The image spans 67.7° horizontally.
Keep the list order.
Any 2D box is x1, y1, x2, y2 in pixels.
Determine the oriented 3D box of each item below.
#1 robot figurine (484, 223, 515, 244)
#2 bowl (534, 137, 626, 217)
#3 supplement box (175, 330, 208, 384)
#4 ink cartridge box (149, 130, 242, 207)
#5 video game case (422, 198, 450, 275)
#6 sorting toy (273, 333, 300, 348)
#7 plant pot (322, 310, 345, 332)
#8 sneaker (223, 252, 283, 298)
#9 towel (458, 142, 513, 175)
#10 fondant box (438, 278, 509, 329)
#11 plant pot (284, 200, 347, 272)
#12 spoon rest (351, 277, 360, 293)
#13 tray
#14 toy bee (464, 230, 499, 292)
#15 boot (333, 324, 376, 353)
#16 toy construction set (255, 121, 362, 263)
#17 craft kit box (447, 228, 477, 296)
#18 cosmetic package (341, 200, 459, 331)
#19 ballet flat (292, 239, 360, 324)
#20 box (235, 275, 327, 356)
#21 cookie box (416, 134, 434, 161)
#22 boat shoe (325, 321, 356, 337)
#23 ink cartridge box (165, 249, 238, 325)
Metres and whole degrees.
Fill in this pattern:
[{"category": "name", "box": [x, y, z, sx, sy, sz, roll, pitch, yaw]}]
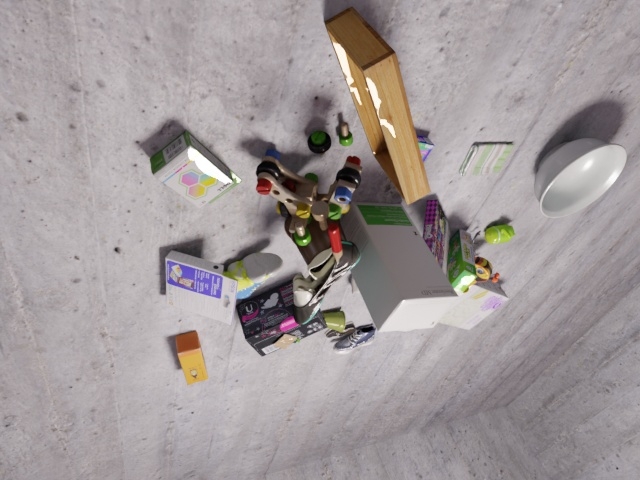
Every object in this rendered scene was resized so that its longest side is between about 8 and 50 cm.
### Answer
[{"category": "robot figurine", "box": [0.652, -0.023, 1.747, 0.115, 0.067, 0.101, -10, 169, -19]}, {"category": "bowl", "box": [0.807, -0.224, 1.545, 0.298, 0.134, 0.297, -15, 140, -13]}, {"category": "supplement box", "box": [-0.443, 0.410, 1.651, 0.078, 0.080, 0.233, -12, 138, -15]}, {"category": "ink cartridge box", "box": [-0.277, -0.146, 1.107, 0.109, 0.062, 0.209, -34, 141, 11]}, {"category": "video game case", "box": [0.371, 0.020, 1.530, 0.042, 0.232, 0.210, -1, 151, 27]}, {"category": "sorting toy", "box": [-0.106, 0.331, 1.563, 0.083, 0.012, 0.062, 24, 118, -40]}, {"category": "plant pot", "box": [0.043, 0.301, 1.794, 0.079, 0.083, 0.083, 8, 132, -19]}, {"category": "sneaker", "box": [-0.213, 0.110, 1.426, 0.240, 0.091, 0.126, -16, 153, 8]}, {"category": "towel", "box": [0.504, -0.244, 1.448, 0.152, 0.023, 0.113, -7, 139, -22]}, {"category": "fondant box", "box": [0.616, 0.257, 2.030, 0.330, 0.096, 0.238, 18, 125, -42]}, {"category": "plant pot", "box": [0.000, 0.000, 1.343, 0.167, 0.165, 0.167, -14, 141, -12]}, {"category": "spoon rest", "box": [0.238, 0.163, 1.713, 0.277, 0.137, 0.084, 1, 166, -12]}, {"category": "tray", "box": [0.140, -0.280, 1.063, 0.076, 0.202, 0.411, -29, 142, 4]}, {"category": "toy bee", "box": [0.563, 0.123, 1.764, 0.195, 0.162, 0.298, -50, 169, -20]}, {"category": "boot", "box": [0.140, 0.403, 1.974, 0.190, 0.069, 0.086, -15, 135, -25]}, {"category": "toy construction set", "box": [-0.007, -0.076, 1.165, 0.258, 0.308, 0.237, -15, 146, 0]}, {"category": "craft kit box", "box": [0.442, 0.121, 1.668, 0.061, 0.246, 0.250, 24, 125, -9]}, {"category": "cosmetic package", "box": [0.203, 0.068, 1.368, 0.197, 0.365, 0.155, 0, 136, -29]}, {"category": "ballet flat", "box": [-0.013, 0.102, 1.257, 0.096, 0.095, 0.280, 26, 110, -33]}, {"category": "box", "box": [-0.127, 0.252, 1.586, 0.247, 0.142, 0.163, -24, 143, 0]}, {"category": "cookie box", "box": [0.242, -0.233, 1.304, 0.092, 0.040, 0.107, 2, 135, -31]}, {"category": "boat shoe", "box": [0.081, 0.366, 1.912, 0.125, 0.038, 0.046, -19, 141, -8]}, {"category": "ink cartridge box", "box": [-0.330, 0.136, 1.340, 0.208, 0.045, 0.206, 19, 133, 2]}]
